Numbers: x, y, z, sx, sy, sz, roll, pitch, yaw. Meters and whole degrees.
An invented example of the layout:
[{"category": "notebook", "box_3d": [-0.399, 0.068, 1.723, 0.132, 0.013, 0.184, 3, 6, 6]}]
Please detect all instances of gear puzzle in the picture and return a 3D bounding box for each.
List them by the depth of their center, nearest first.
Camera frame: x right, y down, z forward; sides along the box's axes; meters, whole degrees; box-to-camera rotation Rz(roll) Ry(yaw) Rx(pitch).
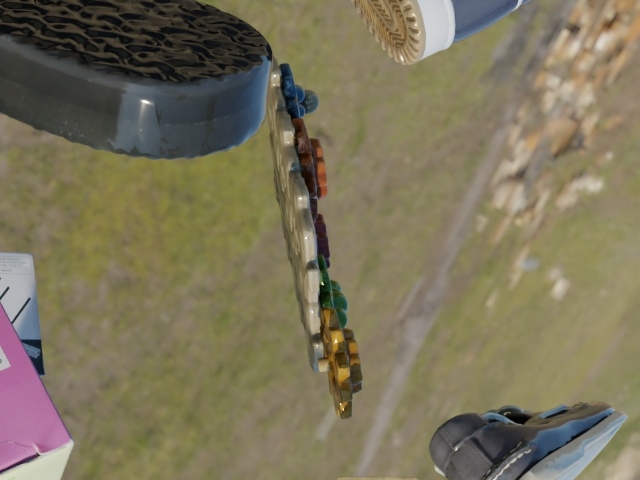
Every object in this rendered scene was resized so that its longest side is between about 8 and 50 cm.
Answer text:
[{"category": "gear puzzle", "box_3d": [0.000, 0.000, 1.326, 0.339, 0.044, 0.175, -103, -173, -47]}]

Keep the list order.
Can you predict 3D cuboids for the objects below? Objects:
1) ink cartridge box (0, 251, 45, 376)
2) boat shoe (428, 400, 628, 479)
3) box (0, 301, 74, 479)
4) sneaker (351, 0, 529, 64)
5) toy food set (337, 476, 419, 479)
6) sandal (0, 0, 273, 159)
[{"category": "ink cartridge box", "box_3d": [-0.300, 0.057, 1.183, 0.207, 0.097, 0.046, 3, 164, -43]}, {"category": "boat shoe", "box_3d": [0.114, 0.108, 0.902, 0.075, 0.065, 0.206, -52, 165, 15]}, {"category": "box", "box_3d": [-0.252, 0.130, 0.793, 0.214, 0.117, 0.243, -23, 162, -25]}, {"category": "sneaker", "box_3d": [0.059, -0.259, 1.076, 0.153, 0.282, 0.099, -23, 165, -16]}, {"category": "toy food set", "box_3d": [0.039, 0.220, 1.109, 0.019, 0.078, 0.122, 35, 55, -81]}, {"category": "sandal", "box_3d": [-0.233, -0.113, 0.878, 0.167, 0.446, 0.107, -28, 136, -51]}]
